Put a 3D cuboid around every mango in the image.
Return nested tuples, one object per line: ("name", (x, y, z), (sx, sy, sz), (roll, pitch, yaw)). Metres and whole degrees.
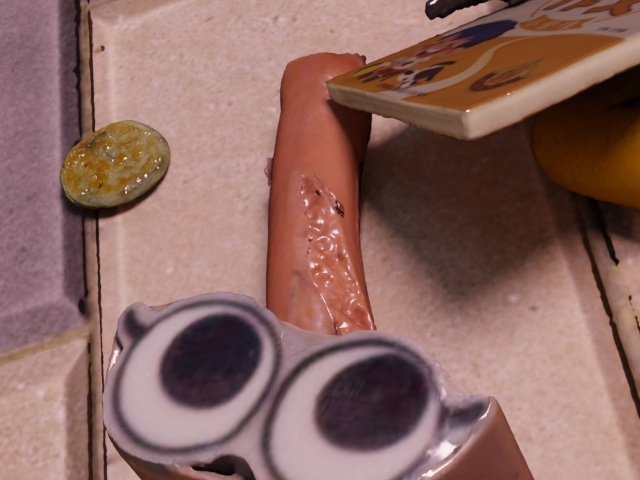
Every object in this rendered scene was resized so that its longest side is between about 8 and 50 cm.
("mango", (0.215, -0.072, 0.874), (0.195, 0.098, 0.137), (-7, 54, 25))

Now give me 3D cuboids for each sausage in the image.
("sausage", (0.001, 0.000, 0.926), (0.078, 0.078, 0.304), (-12, 49, 15))

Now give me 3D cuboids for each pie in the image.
("pie", (-0.147, -0.052, 1.070), (0.084, 0.021, 0.084), (-10, 49, 11))

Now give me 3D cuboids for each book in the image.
("book", (0.169, -0.134, 0.891), (0.295, 0.020, 0.208), (-24, 17, -15))

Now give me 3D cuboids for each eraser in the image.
("eraser", (0.028, 0.142, 0.649), (0.171, 0.290, 0.087), (14, 60, 33))

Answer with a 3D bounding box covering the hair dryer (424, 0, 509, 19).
("hair dryer", (0.190, -0.257, 1.006), (0.352, 0.107, 0.189), (-36, 45, -16))
